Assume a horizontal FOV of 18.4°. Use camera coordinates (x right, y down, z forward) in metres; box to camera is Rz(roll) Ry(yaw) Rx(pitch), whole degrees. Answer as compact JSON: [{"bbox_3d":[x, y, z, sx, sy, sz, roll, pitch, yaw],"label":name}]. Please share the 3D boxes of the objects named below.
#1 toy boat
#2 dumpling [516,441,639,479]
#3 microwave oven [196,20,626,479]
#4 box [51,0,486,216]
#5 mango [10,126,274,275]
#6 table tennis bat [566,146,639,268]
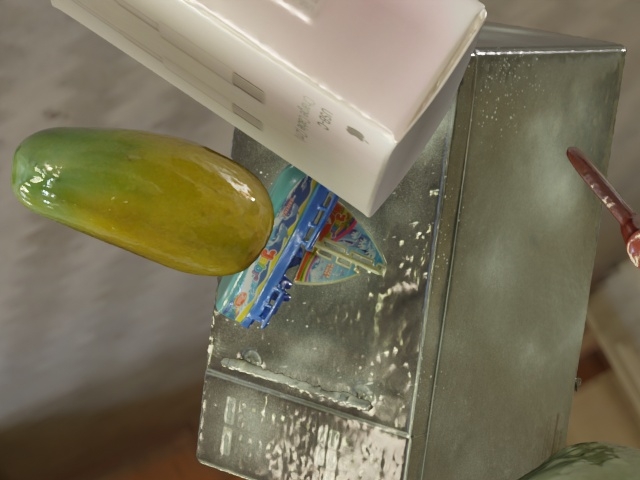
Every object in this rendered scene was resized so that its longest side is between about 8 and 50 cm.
[{"bbox_3d":[0.000,0.000,1.536,0.175,0.110,0.091,-61,-169,25],"label":"toy boat"},{"bbox_3d":[0.173,0.227,1.300,0.212,0.270,0.320,-41,156,-2],"label":"dumpling"},{"bbox_3d":[0.094,0.010,1.873,0.236,0.432,0.374,16,-166,34],"label":"microwave oven"},{"bbox_3d":[-0.039,-0.138,1.141,0.106,0.252,0.203,-56,177,-11],"label":"box"},{"bbox_3d":[-0.125,-0.032,1.375,0.195,0.091,0.130,13,-177,-36],"label":"mango"},{"bbox_3d":[0.164,-0.008,1.039,0.019,0.098,0.154,-40,-175,9],"label":"table tennis bat"}]
